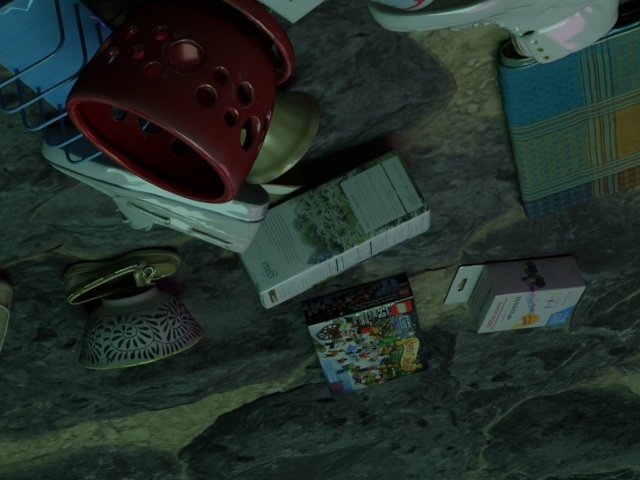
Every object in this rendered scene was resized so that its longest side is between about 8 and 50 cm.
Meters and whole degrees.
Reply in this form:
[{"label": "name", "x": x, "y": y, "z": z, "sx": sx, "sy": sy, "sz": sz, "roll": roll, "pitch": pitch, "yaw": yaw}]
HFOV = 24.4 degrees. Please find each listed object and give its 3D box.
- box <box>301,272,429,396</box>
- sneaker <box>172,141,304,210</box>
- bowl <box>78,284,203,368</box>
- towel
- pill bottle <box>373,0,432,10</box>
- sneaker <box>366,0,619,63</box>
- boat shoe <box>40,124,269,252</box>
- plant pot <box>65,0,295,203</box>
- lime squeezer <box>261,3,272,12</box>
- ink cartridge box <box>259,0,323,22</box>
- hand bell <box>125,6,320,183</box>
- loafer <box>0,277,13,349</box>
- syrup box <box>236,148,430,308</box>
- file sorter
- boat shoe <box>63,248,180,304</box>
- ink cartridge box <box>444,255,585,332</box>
[{"label": "box", "x": 0.070, "y": 0.144, "z": 2.210, "sx": 0.159, "sy": 0.044, "sz": 0.233, "roll": -16, "pitch": 147, "yaw": 1}, {"label": "sneaker", "x": -0.118, "y": -0.062, "z": 1.808, "sx": 0.192, "sy": 0.064, "sz": 0.086, "roll": 7, "pitch": 136, "yaw": -35}, {"label": "bowl", "x": -0.246, "y": 0.105, "z": 1.965, "sx": 0.170, "sy": 0.170, "sz": 0.080, "roll": -12, "pitch": 102, "yaw": 3}, {"label": "towel", "x": 0.368, "y": -0.167, "z": 1.882, "sx": 0.271, "sy": 0.040, "sz": 0.370, "roll": -17, "pitch": 149, "yaw": 4}, {"label": "pill bottle", "x": 0.031, "y": -0.262, "z": 1.318, "sx": 0.160, "sy": 0.087, "sz": 0.087, "roll": 8, "pitch": 140, "yaw": -34}, {"label": "sneaker", "x": 0.198, "y": -0.248, "z": 1.626, "sx": 0.292, "sy": 0.108, "sz": 0.169, "roll": -15, "pitch": 144, "yaw": -3}, {"label": "boat shoe", "x": -0.195, "y": -0.055, "z": 1.697, "sx": 0.267, "sy": 0.096, "sz": 0.088, "roll": 16, "pitch": 117, "yaw": -12}, {"label": "plant pot", "x": -0.129, "y": -0.154, "z": 1.469, "sx": 0.191, "sy": 0.174, "sz": 0.191, "roll": 25, "pitch": 160, "yaw": 10}, {"label": "lime squeezer", "x": -0.001, "y": -0.262, "z": 1.546, "sx": 0.310, "sy": 0.059, "sz": 0.110, "roll": -25, "pitch": 118, "yaw": 15}, {"label": "ink cartridge box", "x": -0.051, "y": -0.360, "z": 1.337, "sx": 0.223, "sy": 0.129, "sz": 0.307, "roll": -33, "pitch": 143, "yaw": 25}, {"label": "hand bell", "x": -0.123, "y": -0.179, "z": 1.629, "sx": 0.126, "sy": 0.126, "sz": 0.242, "roll": -31, "pitch": 131, "yaw": 23}, {"label": "loafer", "x": -0.467, "y": 0.142, "z": 1.944, "sx": 0.102, "sy": 0.092, "sz": 0.268, "roll": 5, "pitch": 142, "yaw": -28}, {"label": "syrup box", "x": 0.013, "y": -0.013, "z": 1.852, "sx": 0.237, "sy": 0.093, "sz": 0.096, "roll": -26, "pitch": 166, "yaw": -3}, {"label": "file sorter", "x": -0.271, "y": -0.172, "z": 1.549, "sx": 0.118, "sy": 0.104, "sz": 0.170, "roll": -26, "pitch": 146, "yaw": 16}, {"label": "boat shoe", "x": -0.257, "y": 0.049, "z": 1.932, "sx": 0.153, "sy": 0.048, "sz": 0.056, "roll": -8, "pitch": 146, "yaw": -10}, {"label": "ink cartridge box", "x": 0.285, "y": 0.082, "z": 2.189, "sx": 0.181, "sy": 0.061, "sz": 0.104, "roll": -5, "pitch": 145, "yaw": -15}]
